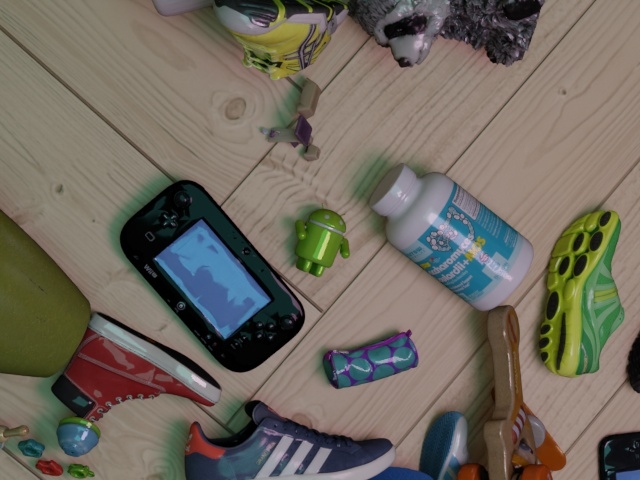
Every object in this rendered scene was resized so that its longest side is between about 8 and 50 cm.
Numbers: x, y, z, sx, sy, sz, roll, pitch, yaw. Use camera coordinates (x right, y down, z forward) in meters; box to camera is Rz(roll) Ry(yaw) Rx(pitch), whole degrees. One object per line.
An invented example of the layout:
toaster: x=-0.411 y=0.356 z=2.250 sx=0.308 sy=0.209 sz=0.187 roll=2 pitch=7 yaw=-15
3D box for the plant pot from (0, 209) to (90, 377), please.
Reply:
plant pot: x=-0.500 y=0.081 z=1.681 sx=0.293 sy=0.275 sz=0.274 roll=33 pitch=87 yaw=-27

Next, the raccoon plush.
raccoon plush: x=0.219 y=-0.471 z=1.856 sx=0.299 sy=0.216 sz=0.446 roll=15 pitch=61 yaw=1

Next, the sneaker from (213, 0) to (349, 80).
sneaker: x=-0.058 y=-0.305 z=1.679 sx=0.145 sy=0.385 sz=0.147 roll=30 pitch=106 yaw=12

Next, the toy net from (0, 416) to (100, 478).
toy net: x=-0.466 y=0.314 z=1.789 sx=0.232 sy=0.122 sz=0.045 roll=11 pitch=48 yaw=-1

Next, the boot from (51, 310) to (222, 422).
boot: x=-0.295 y=0.245 z=1.808 sx=0.244 sy=0.088 sz=0.176 roll=28 pitch=89 yaw=-5

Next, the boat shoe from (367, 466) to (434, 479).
boat shoe: x=0.067 y=0.438 z=1.892 sx=0.258 sy=0.089 sz=0.109 roll=-6 pitch=50 yaw=4

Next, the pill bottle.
pill bottle: x=0.208 y=-0.013 z=1.860 sx=0.264 sy=0.146 sz=0.146 roll=37 pitch=86 yaw=-11

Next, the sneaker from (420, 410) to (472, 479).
sneaker: x=0.226 y=0.400 z=1.928 sx=0.092 sy=0.087 sz=0.228 roll=3 pitch=99 yaw=-21

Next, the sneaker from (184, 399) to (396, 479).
sneaker: x=-0.049 y=0.327 z=1.841 sx=0.350 sy=0.131 sz=0.148 roll=-6 pitch=88 yaw=-15

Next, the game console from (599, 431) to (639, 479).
game console: x=0.637 y=0.484 z=1.965 sx=0.250 sy=0.173 sz=0.293 roll=-5 pitch=94 yaw=-11

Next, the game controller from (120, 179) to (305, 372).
game controller: x=-0.173 y=0.060 z=1.828 sx=0.166 sy=0.067 sz=0.319 roll=-41 pitch=100 yaw=-6

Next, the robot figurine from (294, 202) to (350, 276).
robot figurine: x=0.000 y=0.000 z=1.858 sx=0.101 sy=0.067 sz=0.115 roll=23 pitch=88 yaw=-22

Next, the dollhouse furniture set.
dollhouse furniture set: x=-0.041 y=-0.201 z=1.867 sx=0.081 sy=0.091 sz=0.114 roll=4 pitch=66 yaw=27

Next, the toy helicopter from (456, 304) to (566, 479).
toy helicopter: x=0.325 y=0.285 z=1.891 sx=0.140 sy=0.235 sz=0.355 roll=-6 pitch=85 yaw=30

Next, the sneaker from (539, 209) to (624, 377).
sneaker: x=0.459 y=0.091 z=1.953 sx=0.124 sy=0.109 sz=0.295 roll=15 pitch=90 yaw=-34

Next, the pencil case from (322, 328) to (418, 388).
pencil case: x=0.084 y=0.198 z=1.889 sx=0.152 sy=0.064 sz=0.070 roll=-14 pitch=113 yaw=-11

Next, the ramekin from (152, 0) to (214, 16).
ramekin: x=-0.220 y=-0.469 z=1.685 sx=0.135 sy=0.277 sz=0.277 roll=-20 pitch=97 yaw=-3

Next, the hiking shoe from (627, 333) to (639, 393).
hiking shoe: x=0.626 y=0.176 z=1.987 sx=0.114 sy=0.086 sz=0.226 roll=27 pitch=87 yaw=-9
